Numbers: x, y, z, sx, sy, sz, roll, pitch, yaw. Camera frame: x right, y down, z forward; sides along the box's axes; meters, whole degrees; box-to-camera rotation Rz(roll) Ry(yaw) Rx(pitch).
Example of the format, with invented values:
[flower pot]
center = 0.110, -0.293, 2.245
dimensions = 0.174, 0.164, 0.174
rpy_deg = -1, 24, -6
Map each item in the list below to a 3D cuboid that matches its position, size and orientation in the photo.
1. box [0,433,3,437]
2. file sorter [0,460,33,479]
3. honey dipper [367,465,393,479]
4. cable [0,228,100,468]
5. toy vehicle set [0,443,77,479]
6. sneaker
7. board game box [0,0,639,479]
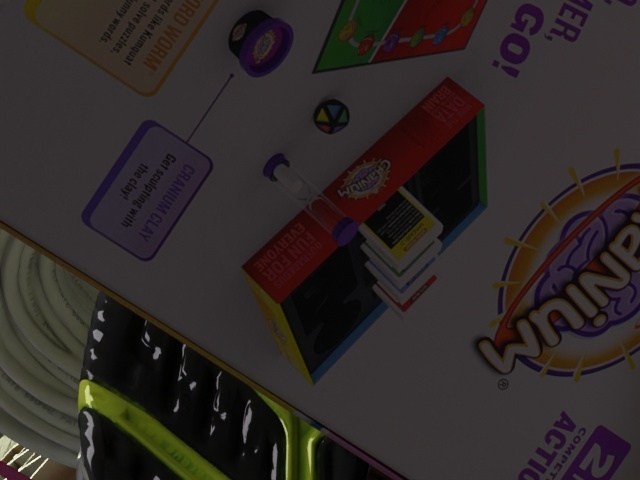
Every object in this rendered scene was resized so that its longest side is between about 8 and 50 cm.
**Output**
[box]
center = -0.372, 0.168, 1.722
dimensions = 0.231, 0.056, 0.183
rpy_deg = -37, 17, 14
[file sorter]
center = -0.103, 0.018, 0.970
dimensions = 0.290, 0.182, 0.202
rpy_deg = -50, 14, 23
[honey dipper]
center = -0.005, 0.153, 0.642
dimensions = 0.160, 0.030, 0.030
rpy_deg = -60, 13, -4
[cable]
center = -0.080, 0.006, 0.749
dimensions = 0.089, 0.257, 0.257
rpy_deg = -82, -6, -54
[toy vehicle set]
center = -0.242, 0.202, 1.243
dimensions = 0.267, 0.035, 0.166
rpy_deg = -35, 12, 49
[sneaker]
center = -0.041, 0.174, 0.532
dimensions = 0.147, 0.145, 0.384
rpy_deg = 96, -175, -50
[board game box]
center = 0.015, -0.072, 0.474
dimensions = 0.242, 0.317, 0.064
rpy_deg = -55, 13, 1
